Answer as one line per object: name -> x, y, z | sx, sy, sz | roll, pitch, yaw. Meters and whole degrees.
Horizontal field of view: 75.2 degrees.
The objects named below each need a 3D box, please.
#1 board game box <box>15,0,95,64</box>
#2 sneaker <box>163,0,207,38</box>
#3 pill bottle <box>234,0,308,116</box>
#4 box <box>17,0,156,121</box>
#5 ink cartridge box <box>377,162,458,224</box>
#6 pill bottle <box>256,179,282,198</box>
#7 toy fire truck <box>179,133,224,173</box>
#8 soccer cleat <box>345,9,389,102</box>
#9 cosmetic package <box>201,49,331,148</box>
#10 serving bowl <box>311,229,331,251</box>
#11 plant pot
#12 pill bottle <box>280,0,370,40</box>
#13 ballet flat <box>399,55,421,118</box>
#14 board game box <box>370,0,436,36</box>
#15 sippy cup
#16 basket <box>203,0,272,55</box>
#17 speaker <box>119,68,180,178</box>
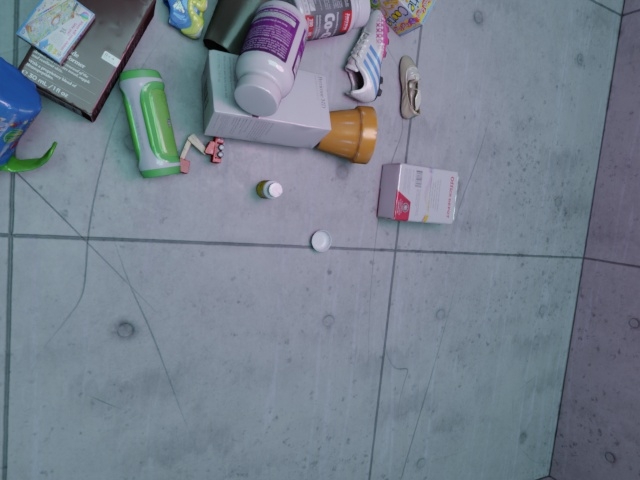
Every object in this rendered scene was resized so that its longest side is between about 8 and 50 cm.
board game box -> -0.651, -0.532, 1.028 | 0.103, 0.026, 0.154 | 34, 81, -24
sneaker -> -0.396, -0.743, 1.243 | 0.126, 0.091, 0.240 | 10, 94, -27
pill bottle -> -0.145, -0.511, 1.184 | 0.169, 0.169, 0.301 | 26, 65, -28
box -> -0.623, -0.540, 1.131 | 0.191, 0.143, 0.381 | 27, 83, -26
ink cartridge box -> 0.399, -0.187, 1.705 | 0.306, 0.131, 0.226 | 4, 95, -29
pill bottle -> -0.173, -0.174, 1.423 | 0.065, 0.116, 0.065 | -4, 99, -27
toy fire truck -> -0.381, -0.304, 1.339 | 0.135, 0.047, 0.192 | 7, 93, -26
soccer cleat -> 0.163, -0.679, 1.522 | 0.143, 0.116, 0.331 | -1, 98, -27
cosmetic package -> -0.172, -0.438, 1.333 | 0.385, 0.156, 0.217 | -1, 76, -26
serving bowl -> 0.000, 0.000, 1.587 | 0.083, 0.027, 0.083 | -4, 99, -26
plant pot -> 0.083, -0.383, 1.493 | 0.188, 0.205, 0.205 | 2, 97, -11
pill bottle -> 0.017, -0.775, 1.408 | 0.283, 0.161, 0.161 | -22, 107, -22
ballet flat -> 0.366, -0.612, 1.654 | 0.086, 0.086, 0.248 | -9, 101, -26
board game box -> 0.273, -0.919, 1.528 | 0.275, 0.142, 0.144 | 31, 83, -27
sippy cup -> -0.800, -0.307, 0.976 | 0.224, 0.305, 0.240 | -31, 80, 16
basket -> -0.251, -0.678, 1.297 | 0.204, 0.154, 0.226 | 30, 87, -22
speaker -> -0.501, -0.339, 1.228 | 0.131, 0.131, 0.296 | -14, 104, -25
